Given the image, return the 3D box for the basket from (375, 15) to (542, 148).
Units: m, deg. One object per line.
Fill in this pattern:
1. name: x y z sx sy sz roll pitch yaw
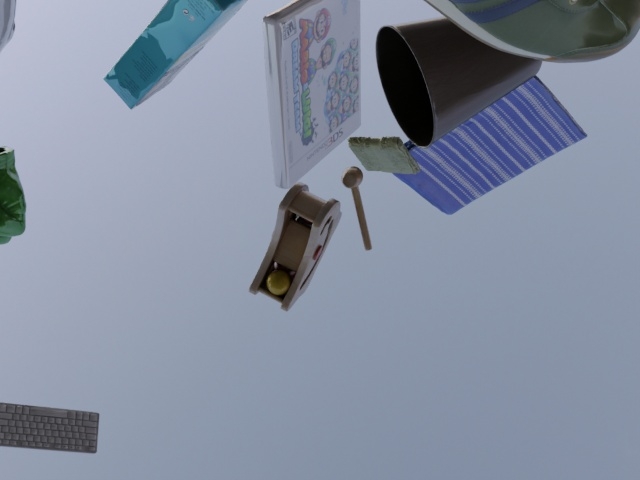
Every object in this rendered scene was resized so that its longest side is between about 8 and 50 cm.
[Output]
1. basket: 0.231 -0.283 1.317 0.227 0.204 0.154 -23 -167 -17

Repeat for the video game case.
1. video game case: -0.003 -0.146 0.732 0.019 0.157 0.143 17 -141 26

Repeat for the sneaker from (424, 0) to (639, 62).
1. sneaker: 0.083 -0.133 0.357 0.192 0.086 0.064 20 -93 -20

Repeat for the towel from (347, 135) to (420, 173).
1. towel: 0.117 -0.158 1.506 0.110 0.148 0.027 5 -104 24

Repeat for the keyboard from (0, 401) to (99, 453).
1. keyboard: -0.483 0.296 1.296 0.256 0.014 0.072 12 -123 -25

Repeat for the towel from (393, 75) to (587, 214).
1. towel: 0.325 -0.179 1.606 0.336 0.243 0.040 -31 -135 28

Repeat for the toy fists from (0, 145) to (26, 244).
1. toy fists: -0.530 -0.049 1.075 0.279 0.142 0.096 0 -160 0

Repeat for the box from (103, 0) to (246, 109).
1. box: -0.188 -0.276 1.086 0.060 0.244 0.100 49 -136 -9

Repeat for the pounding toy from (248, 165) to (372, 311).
1. pounding toy: 0.000 0.000 1.376 0.155 0.154 0.269 27 -80 10

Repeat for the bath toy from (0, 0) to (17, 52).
1. bath toy: -0.211 -0.204 0.317 0.151 0.129 0.348 -23 -95 -22
